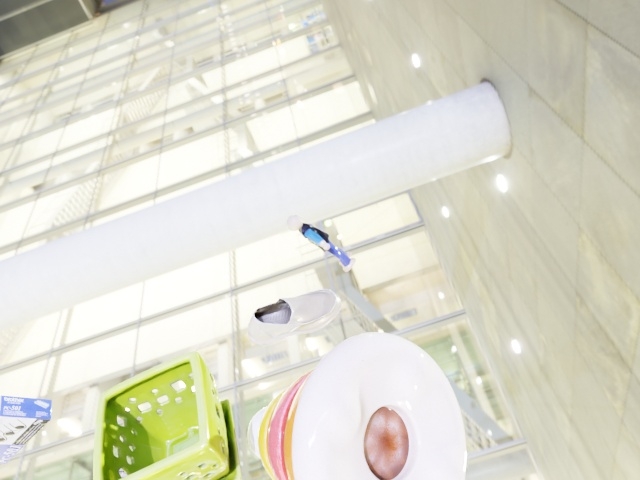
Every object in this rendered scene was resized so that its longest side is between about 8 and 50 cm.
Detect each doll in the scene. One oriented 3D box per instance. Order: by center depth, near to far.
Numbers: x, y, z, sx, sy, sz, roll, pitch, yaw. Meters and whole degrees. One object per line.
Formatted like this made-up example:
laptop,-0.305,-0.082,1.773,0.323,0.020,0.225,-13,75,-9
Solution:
doll,0.000,0.000,1.236,0.189,0.046,0.129,38,-173,-22

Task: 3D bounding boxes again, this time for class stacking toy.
stacking toy,-0.010,0.371,0.998,0.350,0.480,0.351,13,-112,-34

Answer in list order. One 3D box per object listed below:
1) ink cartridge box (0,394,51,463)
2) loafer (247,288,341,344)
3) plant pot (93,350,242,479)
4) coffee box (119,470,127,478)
ink cartridge box,-0.632,0.381,1.066,0.097,0.207,0.046,24,-145,-42
loafer,-0.067,0.195,1.418,0.102,0.268,0.092,57,160,35
plant pot,-0.285,0.396,1.054,0.227,0.228,0.207,-114,-2,-50
coffee box,-0.609,0.859,1.647,0.246,0.098,0.141,-99,9,-63
